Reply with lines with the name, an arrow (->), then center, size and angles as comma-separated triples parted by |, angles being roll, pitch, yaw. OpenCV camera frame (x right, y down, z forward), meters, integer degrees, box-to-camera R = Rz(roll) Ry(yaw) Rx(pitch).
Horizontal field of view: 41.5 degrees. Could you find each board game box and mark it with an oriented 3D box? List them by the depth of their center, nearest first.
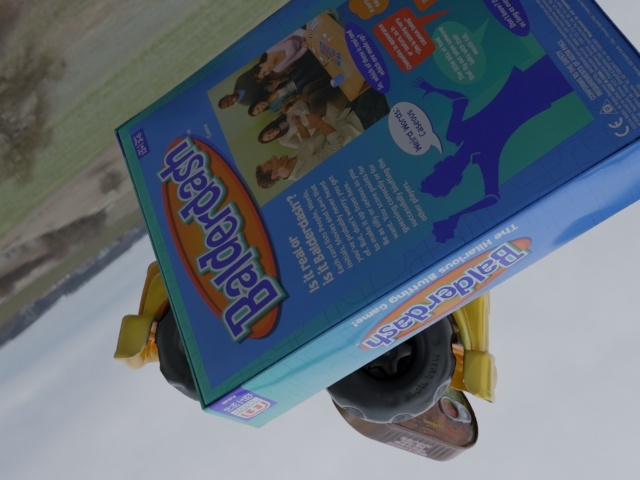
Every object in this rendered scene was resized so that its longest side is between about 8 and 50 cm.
board game box -> 0.021, -0.041, 0.363 | 0.210, 0.160, 0.047 | -32, 148, 13

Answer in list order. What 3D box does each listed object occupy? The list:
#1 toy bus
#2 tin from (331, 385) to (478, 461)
toy bus -> 0.000, 0.000, 0.525 | 0.220, 0.211, 0.149 | 4, 174, 5
tin -> 0.083, 0.159, 0.847 | 0.040, 0.189, 0.106 | -42, -142, 31
